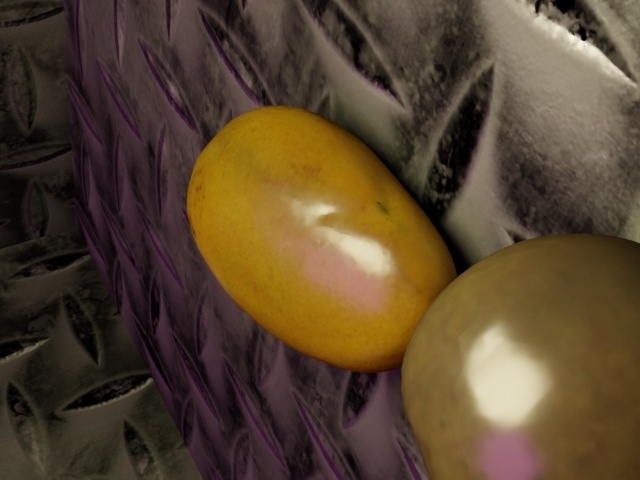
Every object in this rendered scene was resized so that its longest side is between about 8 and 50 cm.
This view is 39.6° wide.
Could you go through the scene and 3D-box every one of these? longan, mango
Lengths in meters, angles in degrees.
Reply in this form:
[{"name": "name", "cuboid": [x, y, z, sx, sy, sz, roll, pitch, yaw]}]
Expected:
[{"name": "longan", "cuboid": [0.213, 0.148, 0.733, 0.319, 0.319, 0.319, 42, 142, 45]}, {"name": "mango", "cuboid": [0.000, 0.000, 1.133, 0.446, 0.232, 0.300, 33, 131, 41]}]
